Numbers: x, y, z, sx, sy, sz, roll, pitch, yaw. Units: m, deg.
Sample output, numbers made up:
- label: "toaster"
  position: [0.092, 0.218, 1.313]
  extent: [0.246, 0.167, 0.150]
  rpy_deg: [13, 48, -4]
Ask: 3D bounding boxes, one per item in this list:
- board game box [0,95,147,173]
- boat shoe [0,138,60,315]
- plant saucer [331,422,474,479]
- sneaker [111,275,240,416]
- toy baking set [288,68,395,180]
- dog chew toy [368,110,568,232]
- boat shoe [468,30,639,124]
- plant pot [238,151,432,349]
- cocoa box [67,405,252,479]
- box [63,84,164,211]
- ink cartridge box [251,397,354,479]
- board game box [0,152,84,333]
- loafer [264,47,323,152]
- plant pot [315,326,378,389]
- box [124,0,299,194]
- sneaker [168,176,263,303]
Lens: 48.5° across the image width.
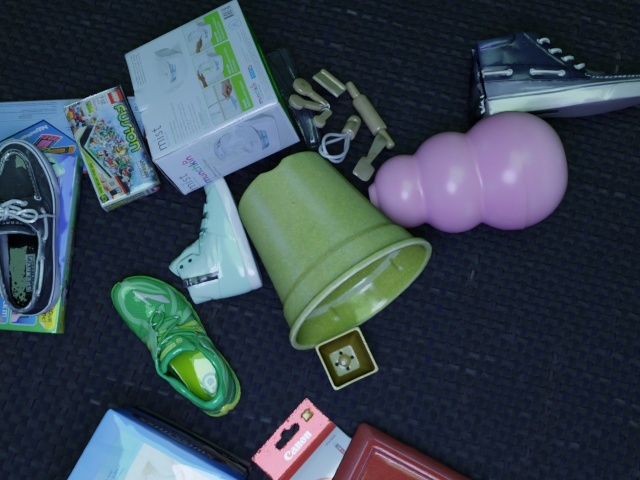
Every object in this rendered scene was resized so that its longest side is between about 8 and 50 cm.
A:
- label: "board game box"
  position: [-0.467, -0.194, 1.331]
  extent: [0.281, 0.027, 0.145]
  rpy_deg: [-3, 77, -1]
- label: "boat shoe"
  position: [-0.506, -0.027, 1.191]
  extent: [0.113, 0.105, 0.306]
  rpy_deg: [-3, 83, -2]
- label: "plant saucer"
  position: [0.122, 0.453, 1.116]
  extent: [0.258, 0.048, 0.259]
  rpy_deg: [26, 67, 12]
- label: "sneaker"
  position: [-0.242, 0.168, 1.205]
  extent: [0.109, 0.123, 0.295]
  rpy_deg: [-42, 81, -9]
- label: "toy baking set"
  position: [0.043, -0.207, 1.279]
  extent: [0.196, 0.030, 0.256]
  rpy_deg: [-17, 66, -43]
- label: "dog chew toy"
  position: [0.249, -0.106, 1.241]
  extent: [0.331, 0.206, 0.207]
  rpy_deg: [-11, 78, 6]
- label: "boat shoe"
  position: [0.438, -0.313, 1.314]
  extent: [0.340, 0.127, 0.158]
  rpy_deg: [-6, 85, -1]
- label: "plant pot"
  position: [0.000, 0.000, 1.195]
  extent: [0.276, 0.276, 0.254]
  rpy_deg: [-34, 68, -8]
- label: "cocoa box"
  position: [-0.288, 0.459, 1.087]
  extent: [0.231, 0.228, 0.347]
  rpy_deg: [27, 79, 5]
- label: "box"
  position: [-0.377, -0.169, 1.294]
  extent: [0.114, 0.036, 0.207]
  rpy_deg: [-24, 79, -6]
- label: "ink cartridge box"
  position: [-0.005, 0.380, 1.203]
  extent: [0.179, 0.045, 0.145]
  rpy_deg: [43, 80, 5]
- label: "board game box"
  position: [-0.548, -0.001, 1.264]
  extent: [0.213, 0.046, 0.317]
  rpy_deg: [4, 83, 0]
- label: "loafer"
  position: [-0.059, -0.255, 1.328]
  extent: [0.078, 0.076, 0.223]
  rpy_deg: [-24, 74, 0]
- label: "plant pot"
  position: [0.043, 0.204, 1.220]
  extent: [0.081, 0.083, 0.081]
  rpy_deg: [-24, 79, -5]
- label: "box"
  position: [-0.194, -0.252, 1.240]
  extent: [0.231, 0.127, 0.262]
  rpy_deg: [-26, 60, 5]
- label: "sneaker"
  position: [-0.212, -0.015, 1.262]
  extent: [0.151, 0.094, 0.256]
  rpy_deg: [-19, 77, -2]
